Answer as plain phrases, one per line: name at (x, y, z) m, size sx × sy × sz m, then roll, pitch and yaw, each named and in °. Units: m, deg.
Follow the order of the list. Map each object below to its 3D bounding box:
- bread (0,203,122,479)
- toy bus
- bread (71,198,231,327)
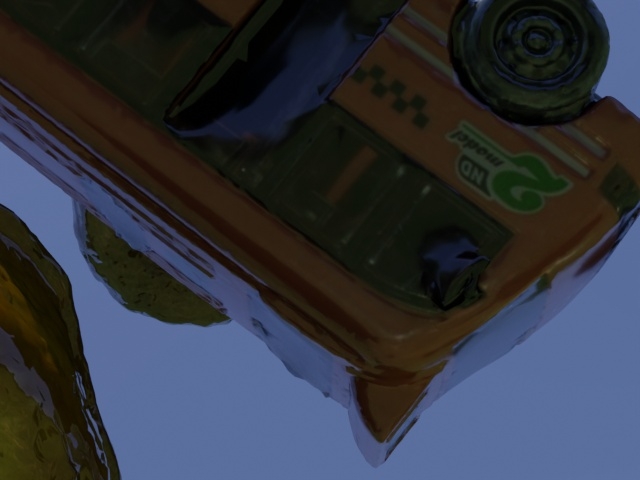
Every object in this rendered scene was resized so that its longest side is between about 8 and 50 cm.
bread at (-0.165, 0.098, 0.593) m, size 0.179 × 0.194 × 0.340 m, roll -12°, pitch -74°, yaw -10°
toy bus at (-0.041, -0.087, 0.853) m, size 0.233 × 0.427 × 0.203 m, roll -50°, pitch -10°, yaw -12°
bread at (-0.077, -0.046, 1.142) m, size 0.230 × 0.123 × 0.230 m, roll -11°, pitch -56°, yaw -17°
